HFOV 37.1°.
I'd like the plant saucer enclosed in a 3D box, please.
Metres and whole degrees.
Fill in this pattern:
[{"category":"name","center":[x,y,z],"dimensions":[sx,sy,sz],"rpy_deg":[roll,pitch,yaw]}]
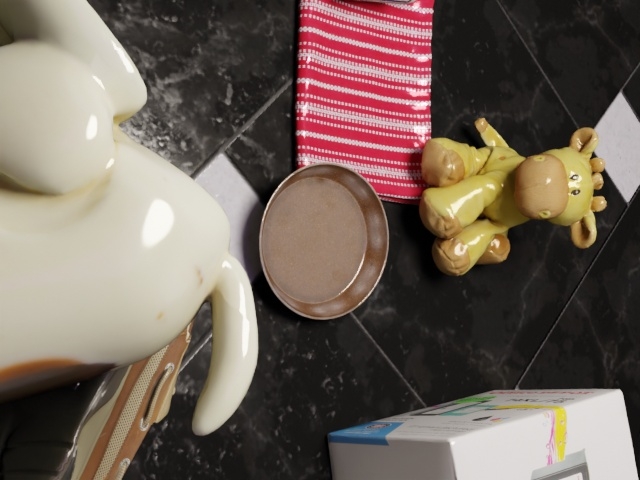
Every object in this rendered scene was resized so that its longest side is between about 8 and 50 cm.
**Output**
[{"category":"plant saucer","center":[0.000,0.000,1.028],"dimensions":[0.168,0.029,0.168],"rpy_deg":[-3,95,-34]}]

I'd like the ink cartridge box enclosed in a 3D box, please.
[{"category":"ink cartridge box","center":[0.182,0.279,1.027],"dimensions":[0.270,0.198,0.197],"rpy_deg":[-6,86,-38]}]

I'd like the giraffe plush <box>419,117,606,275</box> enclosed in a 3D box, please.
[{"category":"giraffe plush","center":[0.238,-0.054,1.116],"dimensions":[0.210,0.170,0.181],"rpy_deg":[-36,118,-42]}]

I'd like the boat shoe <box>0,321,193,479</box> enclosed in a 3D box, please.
[{"category":"boat shoe","center":[-0.186,0.114,0.845],"dimensions":[0.324,0.122,0.120],"rpy_deg":[-60,147,-24]}]

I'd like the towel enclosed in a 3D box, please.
[{"category":"towel","center":[0.057,-0.186,1.109],"dimensions":[0.199,0.031,0.275],"rpy_deg":[7,79,-35]}]

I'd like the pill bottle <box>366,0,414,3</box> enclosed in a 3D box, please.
[{"category":"pill bottle","center":[0.079,-0.303,1.080],"dimensions":[0.120,0.067,0.067],"rpy_deg":[-6,87,-36]}]

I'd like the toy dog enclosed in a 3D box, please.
[{"category":"toy dog","center":[-0.288,0.056,0.672],"dimensions":[0.408,0.284,0.395],"rpy_deg":[-43,97,-24]}]
